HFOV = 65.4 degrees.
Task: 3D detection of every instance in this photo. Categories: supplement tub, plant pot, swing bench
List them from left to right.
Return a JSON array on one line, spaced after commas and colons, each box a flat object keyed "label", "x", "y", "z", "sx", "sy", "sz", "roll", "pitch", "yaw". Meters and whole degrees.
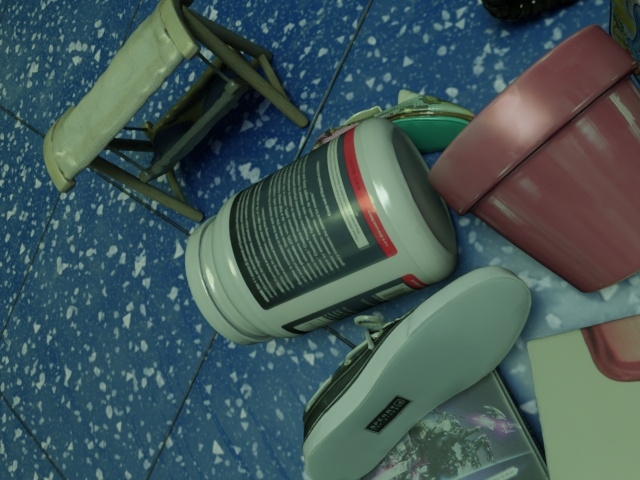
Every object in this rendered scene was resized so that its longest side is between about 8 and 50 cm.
[{"label": "swing bench", "x": -0.200, "y": -0.179, "z": 0.685, "sx": 0.253, "sy": 0.254, "sz": 0.165, "roll": -37, "pitch": 66, "yaw": 20}, {"label": "supplement tub", "x": 0.000, "y": 0.000, "z": 0.580, "sx": 0.272, "sy": 0.191, "sz": 0.191, "roll": -25, "pitch": 71, "yaw": 24}, {"label": "plant pot", "x": 0.235, "y": -0.060, "z": 0.467, "sx": 0.201, "sy": 0.201, "sz": 0.180, "roll": -43, "pitch": 80, "yaw": 18}]

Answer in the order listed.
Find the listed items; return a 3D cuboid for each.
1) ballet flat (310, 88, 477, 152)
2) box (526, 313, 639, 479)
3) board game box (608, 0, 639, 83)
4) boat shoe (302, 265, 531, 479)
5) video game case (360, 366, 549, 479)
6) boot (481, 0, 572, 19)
[{"label": "ballet flat", "x": 0.084, "y": -0.143, "z": 0.630, "sx": 0.221, "sy": 0.077, "sz": 0.079, "roll": -12, "pitch": 55, "yaw": 28}, {"label": "box", "x": 0.302, "y": 0.126, "z": 0.368, "sx": 0.232, "sy": 0.148, "sz": 0.127, "roll": -26, "pitch": 46, "yaw": 38}, {"label": "board game box", "x": 0.327, "y": -0.148, "z": 0.447, "sx": 0.035, "sy": 0.136, "sz": 0.201, "roll": -28, "pitch": 69, "yaw": 23}, {"label": "boat shoe", "x": 0.085, "y": 0.130, "z": 0.536, "sx": 0.306, "sy": 0.113, "sz": 0.105, "roll": -55, "pitch": 24, "yaw": 21}, {"label": "video game case", "x": 0.135, "y": 0.256, "z": 0.498, "sx": 0.196, "sy": 0.026, "sz": 0.274, "roll": -38, "pitch": 41, "yaw": 20}, {"label": "boot", "x": 0.292, "y": -0.417, "z": 0.508, "sx": 0.348, "sy": 0.131, "sz": 0.260, "roll": -32, "pitch": 61, "yaw": 34}]
